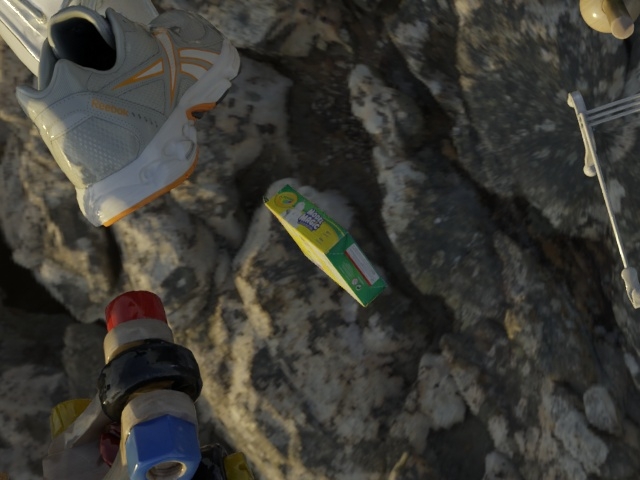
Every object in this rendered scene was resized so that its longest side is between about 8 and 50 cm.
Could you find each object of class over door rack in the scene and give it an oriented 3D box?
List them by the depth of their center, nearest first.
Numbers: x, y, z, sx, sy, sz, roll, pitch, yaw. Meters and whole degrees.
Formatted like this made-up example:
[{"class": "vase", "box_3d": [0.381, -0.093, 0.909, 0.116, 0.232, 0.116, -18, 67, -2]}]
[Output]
[{"class": "over door rack", "box_3d": [0.511, -0.091, 1.421, 0.239, 0.108, 0.324, -18, 93, 12]}]

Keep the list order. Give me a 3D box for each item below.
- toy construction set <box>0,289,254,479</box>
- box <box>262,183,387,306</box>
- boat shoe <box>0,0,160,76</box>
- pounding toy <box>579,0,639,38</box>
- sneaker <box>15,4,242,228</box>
[{"class": "toy construction set", "box_3d": [-0.186, 0.145, 0.653, 0.257, 0.237, 0.309, -42, 57, -10]}, {"class": "box", "box_3d": [0.000, 0.000, 1.199, 0.043, 0.179, 0.105, -43, 128, -8]}, {"class": "boat shoe", "box_3d": [-0.230, -0.251, 0.899, 0.367, 0.136, 0.156, 47, 151, -21]}, {"class": "pounding toy", "box_3d": [0.270, -0.281, 0.774, 0.110, 0.183, 0.237, -1, 104, 5]}, {"class": "sneaker", "box_3d": [-0.132, -0.127, 0.701, 0.099, 0.262, 0.121, -25, 118, 17]}]
